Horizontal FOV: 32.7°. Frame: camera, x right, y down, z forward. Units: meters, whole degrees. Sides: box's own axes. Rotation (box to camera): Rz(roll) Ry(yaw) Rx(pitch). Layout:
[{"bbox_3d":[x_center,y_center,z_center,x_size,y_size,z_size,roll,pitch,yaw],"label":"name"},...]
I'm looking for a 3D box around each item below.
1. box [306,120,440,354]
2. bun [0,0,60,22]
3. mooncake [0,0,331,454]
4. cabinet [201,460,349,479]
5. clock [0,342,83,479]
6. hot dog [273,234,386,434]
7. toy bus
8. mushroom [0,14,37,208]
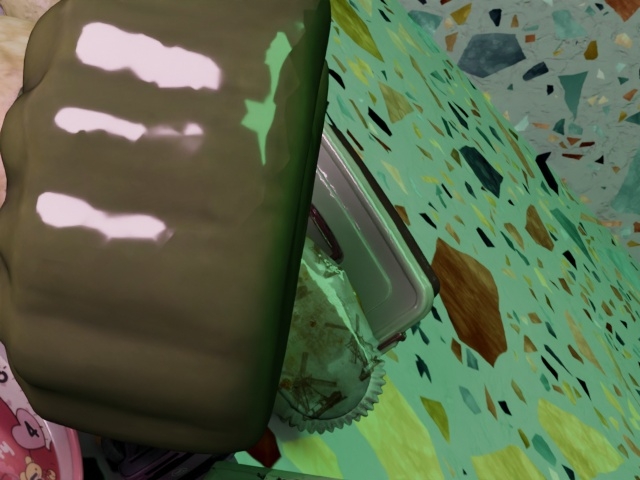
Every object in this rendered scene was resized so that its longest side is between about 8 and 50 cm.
[{"bbox_3d":[0.000,0.000,1.228,0.294,0.193,0.167,58,16,8],"label":"box"},{"bbox_3d":[-0.247,-0.250,1.158,0.259,0.152,0.259,37,16,-13],"label":"bun"},{"bbox_3d":[-0.099,-0.026,0.753,0.187,0.351,0.351,9,30,-1],"label":"mooncake"},{"bbox_3d":[-0.037,0.269,0.719,0.206,0.145,0.150,-48,142,-68],"label":"cabinet"},{"bbox_3d":[-0.251,0.125,0.699,0.244,0.056,0.244,44,24,-26],"label":"clock"},{"bbox_3d":[-0.036,0.071,1.109,0.268,0.144,0.075,56,-5,14],"label":"hot dog"},{"bbox_3d":[-0.127,0.122,0.915,0.098,0.087,0.178,40,22,-44],"label":"toy bus"},{"bbox_3d":[-0.276,-0.071,0.827,0.189,0.195,0.253,19,26,5],"label":"mushroom"}]
